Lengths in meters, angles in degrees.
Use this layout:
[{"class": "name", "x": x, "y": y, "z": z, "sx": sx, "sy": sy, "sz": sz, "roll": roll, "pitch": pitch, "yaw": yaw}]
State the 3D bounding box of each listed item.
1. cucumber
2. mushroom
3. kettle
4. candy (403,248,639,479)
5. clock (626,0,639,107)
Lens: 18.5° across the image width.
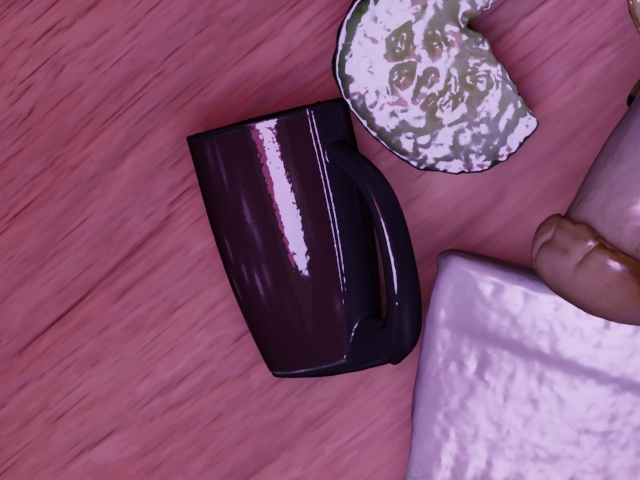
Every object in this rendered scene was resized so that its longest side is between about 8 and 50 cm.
[{"class": "cucumber", "x": 0.099, "y": -0.151, "z": 1.678, "sx": 0.191, "sy": 0.130, "sz": 0.191, "roll": 1, "pitch": 98, "yaw": 9}, {"class": "mushroom", "x": 0.329, "y": -0.106, "z": 1.543, "sx": 0.154, "sy": 0.137, "sz": 0.407, "roll": 36, "pitch": 87, "yaw": -14}, {"class": "kettle", "x": 0.000, "y": 0.000, "z": 1.685, "sx": 0.202, "sy": 0.144, "sz": 0.232, "roll": -10, "pitch": 97, "yaw": 41}, {"class": "candy", "x": 0.254, "y": 0.143, "z": 1.658, "sx": 0.359, "sy": 0.145, "sz": 0.208, "roll": 13, "pitch": 96, "yaw": 9}, {"class": "clock", "x": 0.340, "y": -0.205, "z": 1.660, "sx": 0.170, "sy": 0.069, "sz": 0.232, "roll": 21, "pitch": 97, "yaw": 6}]
